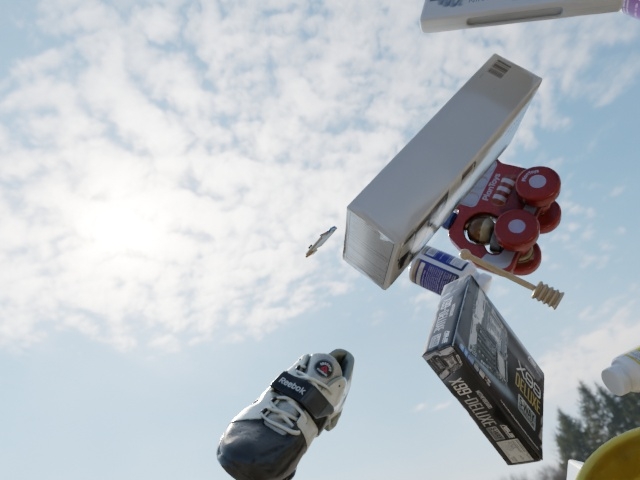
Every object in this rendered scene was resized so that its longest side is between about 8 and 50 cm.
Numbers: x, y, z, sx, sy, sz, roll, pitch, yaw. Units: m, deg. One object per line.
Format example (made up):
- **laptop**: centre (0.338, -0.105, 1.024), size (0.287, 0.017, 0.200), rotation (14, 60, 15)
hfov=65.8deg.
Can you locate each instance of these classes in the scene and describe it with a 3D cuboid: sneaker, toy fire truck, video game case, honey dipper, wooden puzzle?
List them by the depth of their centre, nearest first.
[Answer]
- **video game case**: centre (0.200, -0.286, 0.484), size (0.173, 0.191, 0.022), rotation (5, -26, 26)
- **honey dipper**: centre (0.285, 0.053, 0.750), size (0.030, 0.160, 0.031), rotation (-44, -30, -33)
- **sneaker**: centre (-0.036, 0.243, 0.757), size (0.146, 0.122, 0.330), rotation (-67, -18, 13)
- **wooden puzzle**: centre (0.000, 0.000, 1.103), size (0.116, 0.014, 0.078), rotation (-46, -8, 31)
- **toy fire truck**: centre (0.443, -0.065, 1.239), size (0.302, 0.253, 0.169), rotation (-58, -36, -14)

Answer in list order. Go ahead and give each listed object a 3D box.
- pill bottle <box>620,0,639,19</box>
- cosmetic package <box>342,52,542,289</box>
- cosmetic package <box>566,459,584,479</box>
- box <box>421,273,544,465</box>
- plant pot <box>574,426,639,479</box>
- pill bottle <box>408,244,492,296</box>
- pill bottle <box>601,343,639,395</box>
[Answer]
- **pill bottle**: centre (0.721, -0.565, 1.047), size (0.181, 0.323, 0.182), rotation (-28, -35, -22)
- **cosmetic package**: centre (0.119, -0.068, 0.481), size (0.239, 0.060, 0.099), rotation (-46, -18, -21)
- **cosmetic package**: centre (0.646, 0.740, 1.050), size (0.229, 0.454, 0.161), rotation (9, -13, 12)
- **box**: centre (0.350, 0.261, 1.026), size (0.076, 0.242, 0.308), rotation (-31, -78, 36)
- **plant pot**: centre (0.488, 0.405, 0.615), size (0.253, 0.239, 0.254), rotation (-30, 9, 5)
- **pill bottle**: centre (0.459, 0.130, 1.751), size (0.153, 0.264, 0.153), rotation (-37, -40, -39)
- **pill bottle**: centre (0.541, 0.217, 0.840), size (0.116, 0.065, 0.065), rotation (-21, -33, -12)
